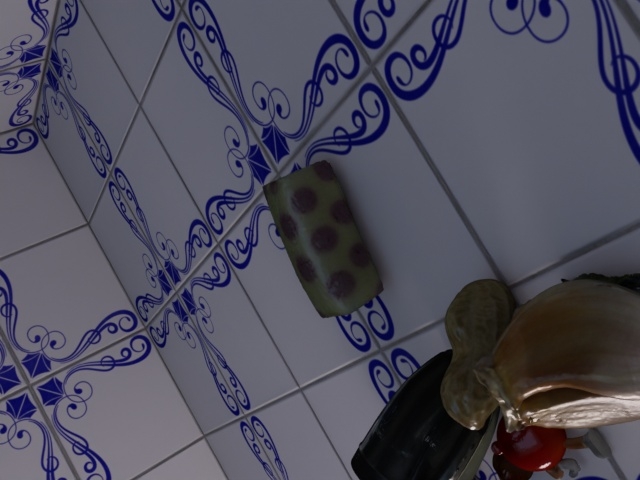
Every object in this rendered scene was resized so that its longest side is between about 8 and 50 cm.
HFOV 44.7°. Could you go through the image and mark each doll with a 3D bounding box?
[{"bbox_3d":[0.425,0.375,1.484,0.217,0.085,0.183,-41,78,39],"label":"doll"}]

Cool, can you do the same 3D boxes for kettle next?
[{"bbox_3d":[0.237,0.369,1.516,0.228,0.324,0.321,30,-177,-3],"label":"kettle"}]

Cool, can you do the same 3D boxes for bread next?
[{"bbox_3d":[0.000,0.000,1.756,0.187,0.155,0.338,-19,97,62],"label":"bread"}]

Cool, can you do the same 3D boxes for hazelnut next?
[{"bbox_3d":[0.394,0.459,1.596,0.086,0.086,0.086,34,138,38],"label":"hazelnut"}]

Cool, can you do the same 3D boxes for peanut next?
[{"bbox_3d":[0.278,0.193,1.383,0.136,0.298,0.120,24,144,-14],"label":"peanut"}]

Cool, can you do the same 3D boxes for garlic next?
[{"bbox_3d":[0.420,0.200,1.216,0.313,0.249,0.286,-17,108,21],"label":"garlic"}]

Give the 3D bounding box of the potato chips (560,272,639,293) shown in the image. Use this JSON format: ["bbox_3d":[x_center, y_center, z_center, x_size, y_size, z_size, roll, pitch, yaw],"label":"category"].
[{"bbox_3d":[0.475,0.088,1.252,0.207,0.028,0.092,-13,111,58],"label":"potato chips"}]

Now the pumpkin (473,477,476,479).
[{"bbox_3d":[0.251,0.615,1.793,0.296,0.295,0.296,34,138,38],"label":"pumpkin"}]
